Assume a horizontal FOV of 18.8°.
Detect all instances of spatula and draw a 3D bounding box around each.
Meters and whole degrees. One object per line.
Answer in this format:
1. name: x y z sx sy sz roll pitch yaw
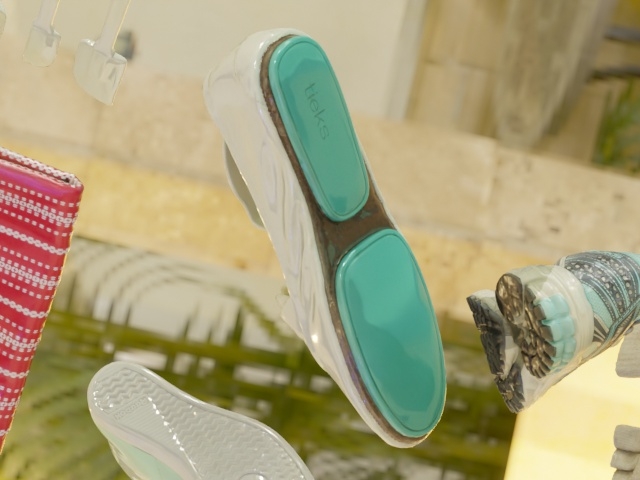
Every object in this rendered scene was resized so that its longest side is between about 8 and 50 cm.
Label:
1. spatula: -0.237 -0.209 1.674 0.019 0.168 0.242 -62 2 -29

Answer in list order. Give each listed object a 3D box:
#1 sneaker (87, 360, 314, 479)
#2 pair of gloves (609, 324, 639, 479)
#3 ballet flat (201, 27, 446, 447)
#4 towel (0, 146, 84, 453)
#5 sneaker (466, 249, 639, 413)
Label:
1. sneaker: -0.097 0.215 1.803 0.094 0.256 0.151 -50 -19 -19
2. pair of gloves: 0.405 0.172 2.053 0.204 0.042 0.240 -13 45 32
3. ballet flat: 0.000 0.000 1.764 0.139 0.139 0.400 -114 3 -78
4. towel: -0.286 0.032 1.335 0.031 0.199 0.275 -74 6 -52
5. sneaker: 0.204 0.070 1.600 0.283 0.122 0.110 131 119 -80
